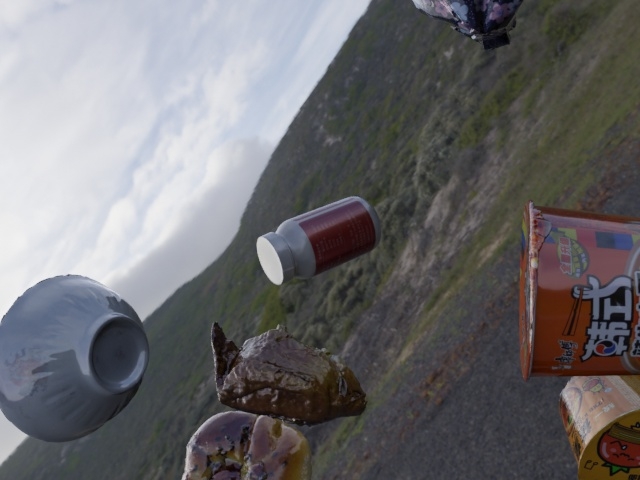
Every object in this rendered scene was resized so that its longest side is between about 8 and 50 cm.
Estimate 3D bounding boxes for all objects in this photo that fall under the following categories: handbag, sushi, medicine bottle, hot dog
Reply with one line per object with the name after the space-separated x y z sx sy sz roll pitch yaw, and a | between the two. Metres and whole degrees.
0.154 -0.324 0.645 0.127 0.229 0.208 -41 1 21 | handbag
-0.060 0.244 1.011 0.179 0.296 0.167 -61 -31 -56 | sushi
0.000 0.000 1.171 0.250 0.131 0.131 -23 -14 -27 | medicine bottle
-0.181 0.596 1.321 0.196 0.367 0.366 47 -127 -55 | hot dog

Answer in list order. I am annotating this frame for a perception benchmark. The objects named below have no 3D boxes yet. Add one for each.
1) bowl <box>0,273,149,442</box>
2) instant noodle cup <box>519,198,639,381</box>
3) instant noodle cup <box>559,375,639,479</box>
-0.250 0.127 0.619 0.085 0.189 0.189 -8 25 29 | bowl
0.371 0.068 0.737 0.250 0.192 0.251 1 -90 -73 | instant noodle cup
0.496 0.309 0.896 0.216 0.215 0.172 -52 9 17 | instant noodle cup
